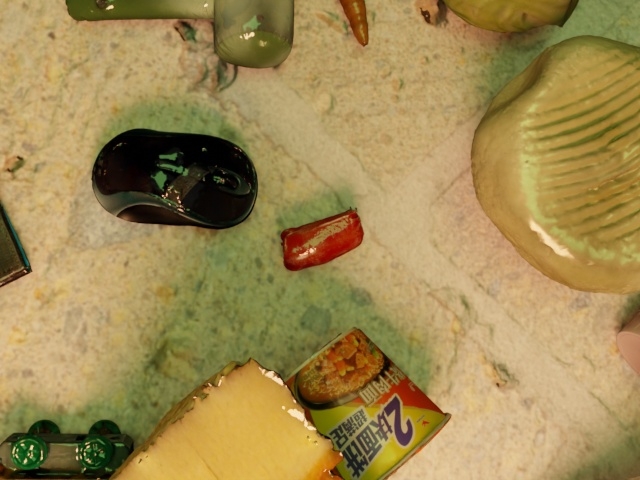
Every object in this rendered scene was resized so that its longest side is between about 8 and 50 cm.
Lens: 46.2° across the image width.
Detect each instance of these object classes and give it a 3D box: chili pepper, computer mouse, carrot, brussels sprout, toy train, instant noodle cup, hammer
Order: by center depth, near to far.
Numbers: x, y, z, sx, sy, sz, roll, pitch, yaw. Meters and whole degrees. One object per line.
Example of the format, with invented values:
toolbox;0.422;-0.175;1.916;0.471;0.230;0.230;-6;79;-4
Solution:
toy train;-0.330;0.308;0.971;0.228;0.091;0.136;4;91;-8
instant noodle cup;0.036;0.226;0.978;0.213;0.213;0.174;-37;79;-11
computer mouse;-0.203;-0.090;1.046;0.233;0.096;0.137;6;80;-5
chili pepper;0.000;0.000;1.072;0.123;0.073;0.070;-22;117;-7
hammer;-0.205;-0.354;1.091;0.336;0.119;0.206;-1;79;-1
brussels sprout;0.284;-0.423;1.115;0.244;0.244;0.244;1;81;-7
carrot;0.027;-0.457;1.156;0.069;0.069;0.335;-17;86;-10

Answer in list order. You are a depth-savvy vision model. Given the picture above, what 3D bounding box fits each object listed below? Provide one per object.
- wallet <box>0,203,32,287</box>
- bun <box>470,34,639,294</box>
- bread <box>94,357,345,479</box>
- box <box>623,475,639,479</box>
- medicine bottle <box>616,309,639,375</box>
wallet;-0.532;-0.062;1.026;0.169;0.044;0.317;-26;83;-7
bun;0.377;-0.097;1.055;0.349;0.227;0.352;-24;82;-10
bread;-0.090;0.339;0.828;0.345;0.405;0.242;46;67;-6
box;0.401;0.406;0.962;0.097;0.265;0.168;-20;82;-54
medicine bottle;0.565;0.101;1.095;0.250;0.133;0.133;-37;87;-12
